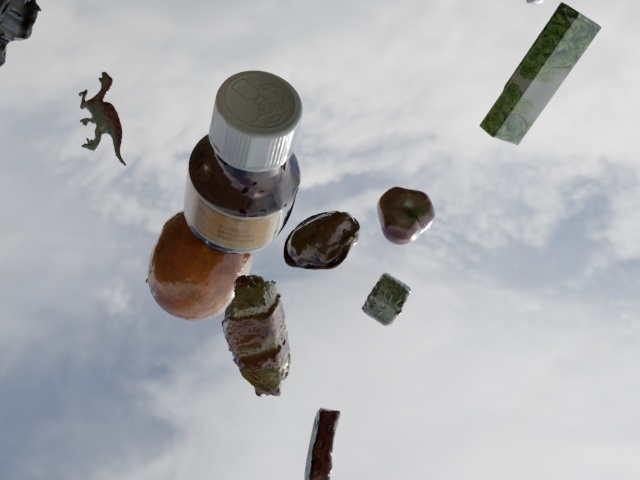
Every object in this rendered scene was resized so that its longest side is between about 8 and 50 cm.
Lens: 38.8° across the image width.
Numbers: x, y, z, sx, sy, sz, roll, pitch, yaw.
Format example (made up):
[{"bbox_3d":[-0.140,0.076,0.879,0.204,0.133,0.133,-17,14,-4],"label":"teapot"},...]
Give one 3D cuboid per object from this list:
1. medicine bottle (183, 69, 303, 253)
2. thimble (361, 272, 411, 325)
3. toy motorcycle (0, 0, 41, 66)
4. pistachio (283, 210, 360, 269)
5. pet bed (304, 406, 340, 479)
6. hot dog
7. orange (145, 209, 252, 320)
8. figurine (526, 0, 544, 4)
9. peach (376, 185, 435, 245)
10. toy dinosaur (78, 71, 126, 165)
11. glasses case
[{"bbox_3d":[-0.144,-0.162,1.838,0.242,0.395,0.243,8,-127,-11],"label":"medicine bottle"},{"bbox_3d":[0.116,0.105,1.603,0.084,0.062,0.110,-60,177,7],"label":"thimble"},{"bbox_3d":[-0.568,-0.441,1.619,0.157,0.091,0.263,-26,-123,34],"label":"toy motorcycle"},{"bbox_3d":[0.000,0.000,2.262,0.210,0.130,0.165,-27,-128,12],"label":"pistachio"},{"bbox_3d":[0.000,0.416,1.748,0.053,0.201,0.201,9,-145,3],"label":"pet bed"},{"bbox_3d":[-0.109,0.161,1.533,0.103,0.213,0.146,-6,-174,9],"label":"hot dog"},{"bbox_3d":[-0.281,0.052,2.155,0.226,0.284,0.284,24,-138,5],"label":"orange"},{"bbox_3d":[0.303,-0.433,1.359,0.141,0.163,0.237,-23,-173,23],"label":"figurine"},{"bbox_3d":[0.212,-0.058,2.300,0.152,0.152,0.152,-14,-149,9],"label":"peach"},{"bbox_3d":[-0.478,-0.264,2.043,0.167,0.053,0.242,-51,-126,2],"label":"toy dinosaur"},{"bbox_3d":[0.410,-0.312,1.720,0.095,0.272,0.062,10,-150,-45],"label":"glasses case"}]
